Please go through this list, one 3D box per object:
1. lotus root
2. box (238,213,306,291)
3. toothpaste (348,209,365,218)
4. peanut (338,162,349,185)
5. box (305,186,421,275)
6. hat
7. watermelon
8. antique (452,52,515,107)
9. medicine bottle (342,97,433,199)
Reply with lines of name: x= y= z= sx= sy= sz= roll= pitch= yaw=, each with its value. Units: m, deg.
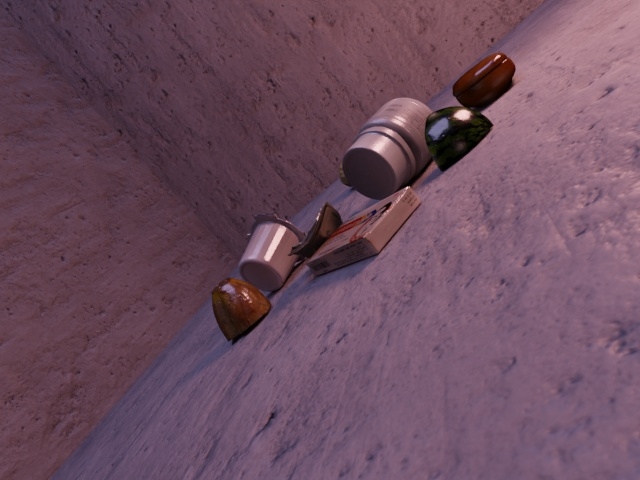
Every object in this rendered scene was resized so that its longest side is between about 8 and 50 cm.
lotus root: x=-0.286 y=0.217 z=1.662 sx=0.188 sy=0.180 sz=0.199 roll=-39 pitch=7 yaw=-5
box: x=-0.206 y=0.073 z=1.876 sx=0.291 sy=0.262 sz=0.206 roll=-49 pitch=12 yaw=47
toothpaste: x=0.137 y=-0.074 z=1.609 sx=0.034 sy=0.046 sz=0.164 roll=-46 pitch=9 yaw=-8
peanut: x=0.176 y=-0.356 z=2.533 sx=0.152 sy=0.152 sz=0.313 roll=-43 pitch=10 yaw=-4
box: x=0.111 y=-0.016 z=1.395 sx=0.214 sy=0.069 sz=0.353 roll=-47 pitch=11 yaw=-28
hat: x=0.000 y=0.000 z=1.585 sx=0.214 sy=0.149 sz=0.245 roll=-54 pitch=14 yaw=13
watermelon: x=0.376 y=-0.291 z=1.408 sx=0.193 sy=0.137 sz=0.145 roll=16 pitch=44 yaw=29
antique: x=0.585 y=-0.569 z=1.758 sx=0.223 sy=0.129 sz=0.278 roll=-44 pitch=8 yaw=-8
medicine bottle: x=0.233 y=-0.301 z=1.624 sx=0.306 sy=0.245 sz=0.245 roll=-47 pitch=10 yaw=-33
